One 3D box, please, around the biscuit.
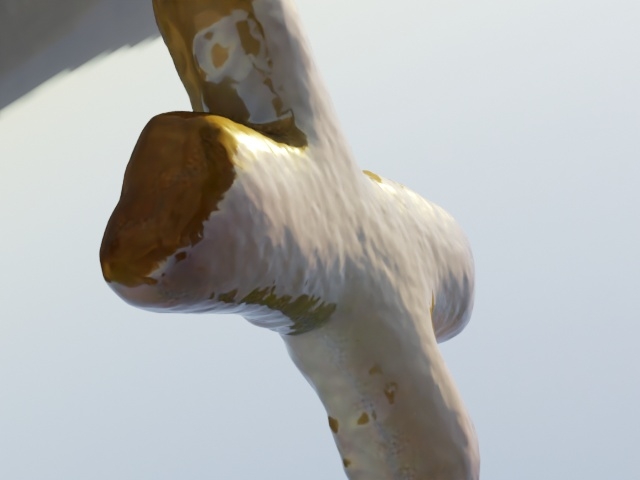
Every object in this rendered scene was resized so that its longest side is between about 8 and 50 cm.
[{"bbox_3d":[0.000,0.001,0.624,0.047,0.208,0.164,-17,-132,21],"label":"biscuit"}]
